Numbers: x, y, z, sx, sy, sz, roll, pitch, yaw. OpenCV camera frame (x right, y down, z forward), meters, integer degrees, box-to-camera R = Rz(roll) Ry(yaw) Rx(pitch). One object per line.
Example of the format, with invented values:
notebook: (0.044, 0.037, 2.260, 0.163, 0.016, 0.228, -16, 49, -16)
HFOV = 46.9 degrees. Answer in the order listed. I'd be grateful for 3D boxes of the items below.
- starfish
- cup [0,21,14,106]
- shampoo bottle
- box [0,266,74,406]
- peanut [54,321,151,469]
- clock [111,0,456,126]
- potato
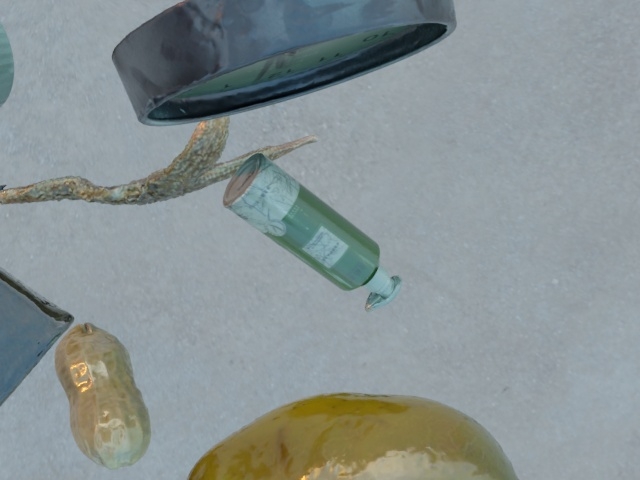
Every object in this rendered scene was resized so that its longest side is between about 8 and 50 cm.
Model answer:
starfish: (-0.238, -0.131, 1.167, 0.384, 0.398, 0.132, -26, 95, -51)
cup: (-0.804, -0.359, 1.372, 0.310, 0.392, 0.401, 45, 124, 6)
shampoo bottle: (0.000, 0.000, 0.718, 0.204, 0.065, 0.065, 37, 95, -26)
box: (-0.365, 0.131, 0.664, 0.143, 0.184, 0.273, 40, 74, -13)
peanut: (-0.365, 0.255, 1.233, 0.130, 0.290, 0.130, -19, 142, -16)
clock: (-0.030, -0.181, 0.691, 0.319, 0.319, 0.066, -18, 96, -13)
potato: (0.019, 0.165, 0.426, 0.194, 0.157, 0.157, 1, 110, -13)
